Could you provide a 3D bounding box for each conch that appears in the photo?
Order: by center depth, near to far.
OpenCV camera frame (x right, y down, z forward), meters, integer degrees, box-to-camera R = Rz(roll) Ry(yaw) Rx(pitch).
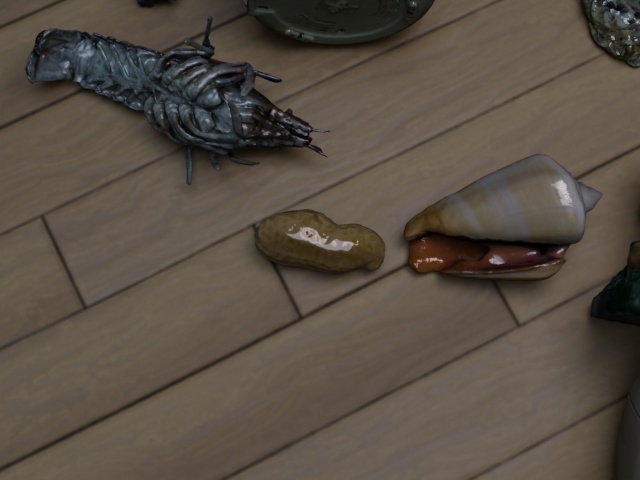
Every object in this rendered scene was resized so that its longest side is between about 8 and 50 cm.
[{"bbox_3d":[0.243,-0.030,1.388,0.255,0.127,0.158,-6,104,19],"label":"conch"}]

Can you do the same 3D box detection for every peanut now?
[{"bbox_3d":[0.000,0.000,1.384,0.174,0.080,0.080,10,75,-2],"label":"peanut"}]

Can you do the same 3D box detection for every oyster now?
[{"bbox_3d":[0.448,-0.313,1.484,0.177,0.064,0.125,9,71,0],"label":"oyster"}]

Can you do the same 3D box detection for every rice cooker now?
[{"bbox_3d":[0.022,-0.427,1.404,0.288,0.288,0.277,-1,73,-1],"label":"rice cooker"}]

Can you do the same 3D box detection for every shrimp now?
[{"bbox_3d":[-0.189,-0.197,1.401,0.410,0.166,0.221,24,108,19],"label":"shrimp"}]

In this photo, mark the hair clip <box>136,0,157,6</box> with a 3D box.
[{"bbox_3d":[-0.216,-0.506,1.447,0.095,0.110,0.359,0,98,-43],"label":"hair clip"}]

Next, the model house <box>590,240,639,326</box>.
[{"bbox_3d":[0.497,-0.042,1.255,0.251,0.295,0.329,14,85,9],"label":"model house"}]

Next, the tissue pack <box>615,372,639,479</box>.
[{"bbox_3d":[0.530,0.241,1.227,0.333,0.229,0.236,15,101,3],"label":"tissue pack"}]
